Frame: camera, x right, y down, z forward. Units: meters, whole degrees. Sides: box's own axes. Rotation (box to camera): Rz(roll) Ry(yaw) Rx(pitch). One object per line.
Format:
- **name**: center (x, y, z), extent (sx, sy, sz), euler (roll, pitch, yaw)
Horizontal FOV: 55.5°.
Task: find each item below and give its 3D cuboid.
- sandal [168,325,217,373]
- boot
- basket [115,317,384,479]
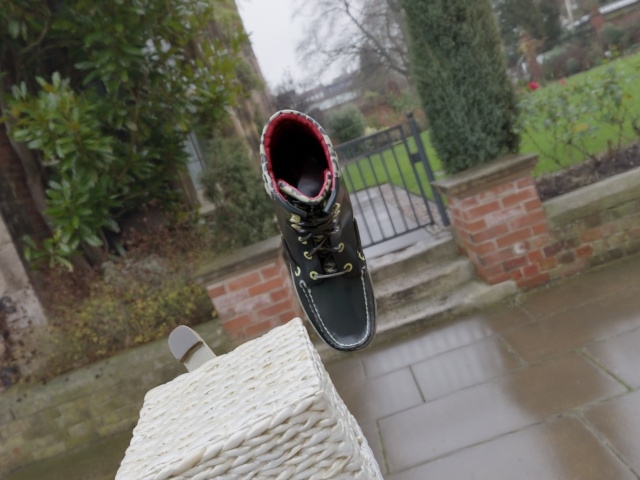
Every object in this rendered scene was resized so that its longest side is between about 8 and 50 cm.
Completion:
- **sandal**: center (-0.215, 0.270, 1.206), extent (0.088, 0.240, 0.079), euler (-41, -32, 0)
- **boot**: center (-0.002, -0.001, 0.598), extent (0.085, 0.236, 0.178), euler (-15, -8, 2)
- **basket**: center (-0.103, 0.339, 0.953), extent (0.332, 0.266, 0.328), euler (-27, 13, -2)
